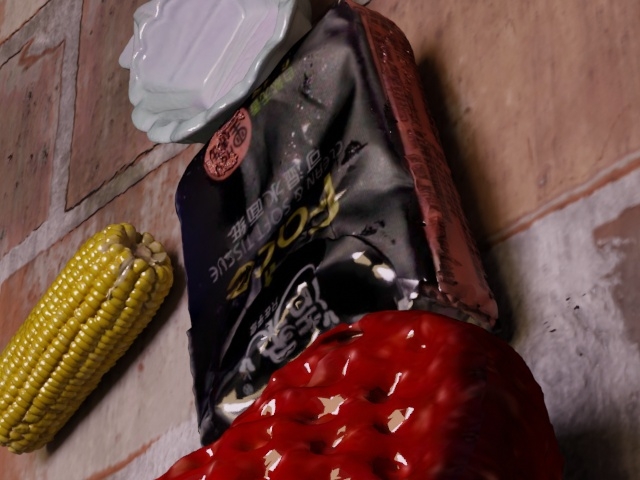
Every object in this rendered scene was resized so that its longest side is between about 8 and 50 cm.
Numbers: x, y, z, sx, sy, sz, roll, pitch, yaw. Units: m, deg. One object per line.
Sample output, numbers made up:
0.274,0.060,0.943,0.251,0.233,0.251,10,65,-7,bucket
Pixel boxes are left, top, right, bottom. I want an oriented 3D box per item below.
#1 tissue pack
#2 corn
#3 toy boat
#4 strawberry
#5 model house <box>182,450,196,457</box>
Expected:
0.000,0.000,1.379,0.245,0.123,0.332,-46,37,31,tissue pack
-0.225,0.090,1.665,0.244,0.093,0.093,-51,35,22,corn
-0.083,-0.163,1.610,0.199,0.100,0.290,-56,32,-1,toy boat
0.026,0.212,1.088,0.317,0.295,0.345,-19,38,58,strawberry
-0.094,0.214,1.441,0.083,0.066,0.078,-58,40,45,model house
